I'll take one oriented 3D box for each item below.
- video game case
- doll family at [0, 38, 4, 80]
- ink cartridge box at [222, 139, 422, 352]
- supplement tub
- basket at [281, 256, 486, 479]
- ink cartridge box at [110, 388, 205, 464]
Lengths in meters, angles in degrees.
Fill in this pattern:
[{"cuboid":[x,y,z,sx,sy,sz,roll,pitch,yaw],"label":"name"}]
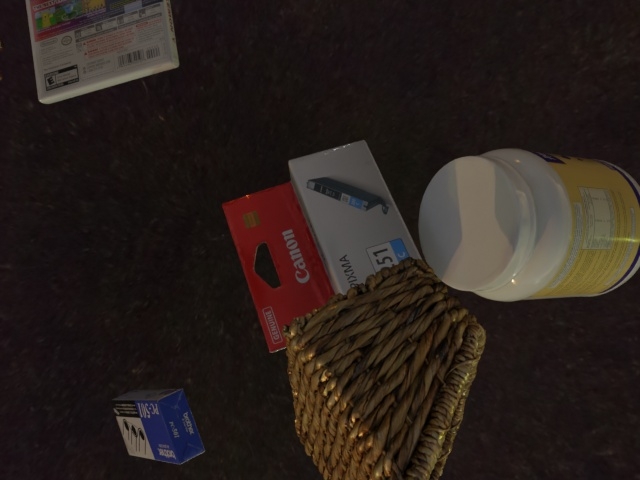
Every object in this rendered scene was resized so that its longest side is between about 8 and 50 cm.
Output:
[{"cuboid":[-0.285,-0.287,0.922,0.201,0.023,0.183,-11,85,17],"label":"video game case"},{"cuboid":[-0.515,-0.270,0.958,0.193,0.076,0.111,45,44,-18],"label":"doll family"},{"cuboid":[0.000,0.000,1.139,0.261,0.066,0.296,-17,60,-8],"label":"ink cartridge box"},{"cuboid":[0.348,-0.023,1.170,0.331,0.241,0.241,1,90,-37],"label":"supplement tub"},{"cuboid":[0.106,0.195,0.797,0.213,0.299,0.223,-27,56,-18],"label":"basket"},{"cuboid":[-0.252,0.279,1.092,0.046,0.207,0.097,-20,92,-36],"label":"ink cartridge box"}]
